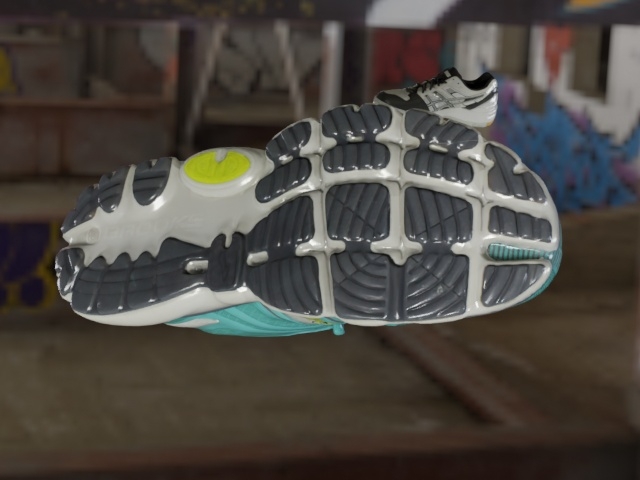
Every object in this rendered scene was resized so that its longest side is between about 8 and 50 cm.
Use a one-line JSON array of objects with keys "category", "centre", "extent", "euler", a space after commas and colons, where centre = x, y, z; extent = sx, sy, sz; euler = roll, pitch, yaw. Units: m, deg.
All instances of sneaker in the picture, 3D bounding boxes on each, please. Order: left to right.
[{"category": "sneaker", "centre": [0.000, 0.000, 0.977], "extent": [0.275, 0.107, 0.110], "euler": [-2, 163, 35]}, {"category": "sneaker", "centre": [0.074, -0.095, 1.273], "extent": [0.083, 0.037, 0.032], "euler": [1, -154, -19]}]
